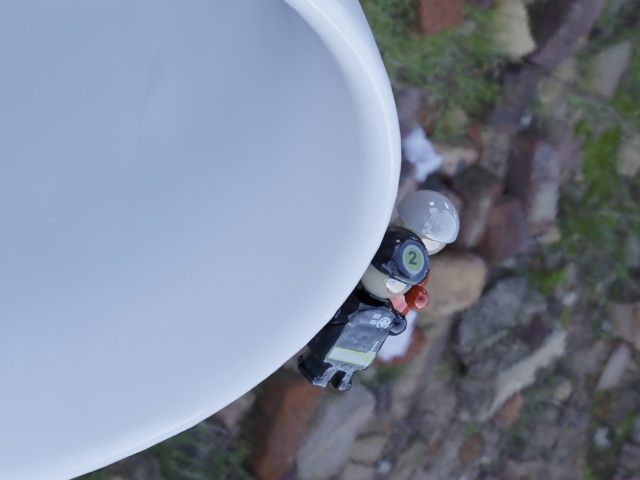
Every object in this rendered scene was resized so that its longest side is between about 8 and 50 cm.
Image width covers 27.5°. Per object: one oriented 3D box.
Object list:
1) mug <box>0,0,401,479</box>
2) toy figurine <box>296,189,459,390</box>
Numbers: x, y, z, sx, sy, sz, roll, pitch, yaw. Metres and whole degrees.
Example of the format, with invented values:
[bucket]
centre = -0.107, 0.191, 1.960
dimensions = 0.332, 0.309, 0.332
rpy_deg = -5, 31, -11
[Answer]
[mug]
centre = -0.150, -0.089, 0.473
dimensions = 0.276, 0.328, 0.374
rpy_deg = -16, 147, -6
[toy figurine]
centre = 0.000, 0.000, 1.118
dimensions = 0.148, 0.210, 0.213
rpy_deg = -60, 171, 23
